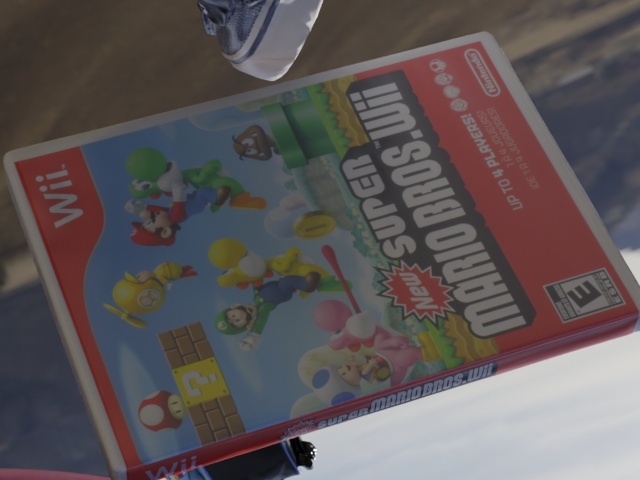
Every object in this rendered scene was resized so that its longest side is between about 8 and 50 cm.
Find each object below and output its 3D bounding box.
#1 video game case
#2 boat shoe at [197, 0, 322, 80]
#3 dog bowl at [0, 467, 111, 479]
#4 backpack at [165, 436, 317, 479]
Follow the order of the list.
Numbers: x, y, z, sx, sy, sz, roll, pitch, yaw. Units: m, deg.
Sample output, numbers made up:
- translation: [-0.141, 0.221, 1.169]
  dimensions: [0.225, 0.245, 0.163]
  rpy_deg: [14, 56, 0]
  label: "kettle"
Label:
- translation: [0.000, 0.000, 0.895]
  dimensions: [0.285, 0.204, 0.025]
  rpy_deg: [-16, 147, -15]
  label: "video game case"
- translation: [-0.061, -0.193, 0.949]
  dimensions: [0.158, 0.127, 0.340]
  rpy_deg: [18, 164, -7]
  label: "boat shoe"
- translation: [-0.144, 0.246, 0.871]
  dimensions: [0.407, 0.150, 0.408]
  rpy_deg: [6, -166, -2]
  label: "dog bowl"
- translation: [-0.095, 0.112, 1.406]
  dimensions: [0.117, 0.158, 0.173]
  rpy_deg: [-27, -140, 0]
  label: "backpack"
